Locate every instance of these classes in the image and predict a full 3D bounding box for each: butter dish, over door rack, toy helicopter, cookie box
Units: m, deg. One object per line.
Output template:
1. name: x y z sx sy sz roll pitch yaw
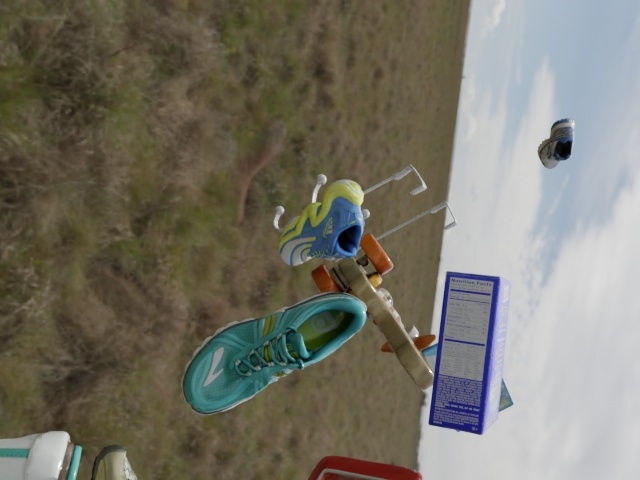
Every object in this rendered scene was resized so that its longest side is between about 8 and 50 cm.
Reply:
1. butter dish: 0.043 0.339 0.826 0.118 0.160 0.160 56 50 -25
2. over door rack: 0.095 -0.065 1.536 0.239 0.324 0.108 31 46 -58
3. toy helicopter: 0.128 0.161 1.342 0.235 0.140 0.355 55 2 -31
4. cookie box: 0.111 0.079 0.536 0.092 0.040 0.107 18 79 -69

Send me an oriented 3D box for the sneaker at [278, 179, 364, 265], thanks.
1. sneaker: 0.000 0.000 1.358 0.240 0.091 0.126 -51 -140 39

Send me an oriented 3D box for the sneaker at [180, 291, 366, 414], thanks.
1. sneaker: -0.062 0.143 0.996 0.107 0.275 0.110 63 -13 -4

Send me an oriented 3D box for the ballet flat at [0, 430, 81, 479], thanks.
1. ballet flat: -0.363 0.348 0.849 0.139 0.139 0.400 -72 -176 -53

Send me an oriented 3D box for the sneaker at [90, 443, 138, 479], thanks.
1. sneaker: -0.085 0.364 0.716 0.410 0.182 0.158 62 -13 -1

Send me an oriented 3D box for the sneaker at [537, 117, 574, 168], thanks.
1. sneaker: 0.455 -0.173 1.420 0.135 0.052 0.058 86 1 -61

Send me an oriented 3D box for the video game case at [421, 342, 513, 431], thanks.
1. video game case: 0.270 0.252 1.350 0.015 0.119 0.166 -154 -140 -82
